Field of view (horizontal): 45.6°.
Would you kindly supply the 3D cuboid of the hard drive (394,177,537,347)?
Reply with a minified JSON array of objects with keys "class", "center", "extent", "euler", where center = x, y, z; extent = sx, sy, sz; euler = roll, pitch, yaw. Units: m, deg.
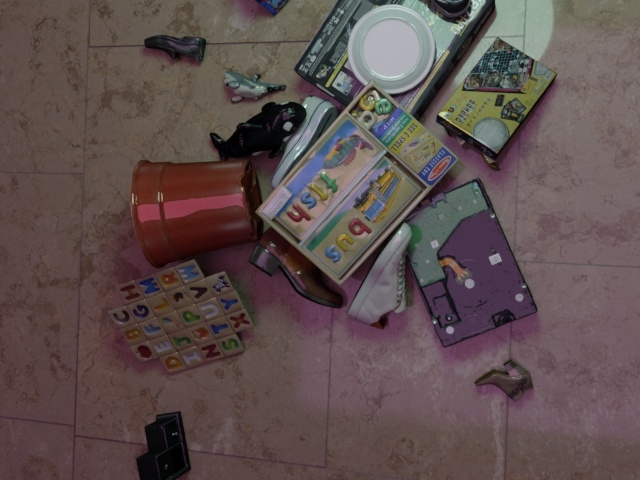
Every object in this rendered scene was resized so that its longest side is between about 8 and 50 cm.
[{"class":"hard drive","center":[0.331,0.052,1.782],"extent":[0.237,0.064,0.339],"euler":[-25,85,14]}]

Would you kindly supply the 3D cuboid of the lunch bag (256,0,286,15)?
[{"class":"lunch bag","center":[-0.155,-0.752,1.891],"extent":[0.221,0.138,0.293],"euler":[-45,70,14]}]

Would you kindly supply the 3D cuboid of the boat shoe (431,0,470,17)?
[{"class":"boat shoe","center":[0.219,-0.624,1.695],"extent":[0.108,0.102,0.301],"euler":[-40,81,10]}]

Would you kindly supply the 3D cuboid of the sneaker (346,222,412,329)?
[{"class":"sneaker","center":[0.171,0.089,1.786],"extent":[0.123,0.106,0.290],"euler":[28,125,5]}]

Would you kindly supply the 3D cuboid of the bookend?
[{"class":"bookend","center":[-0.408,0.533,1.942],"extent":[0.072,0.156,0.157],"euler":[-12,86,16]}]

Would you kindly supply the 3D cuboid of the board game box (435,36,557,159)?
[{"class":"board game box","center":[0.400,-0.325,1.732],"extent":[0.165,0.042,0.243],"euler":[36,79,12]}]

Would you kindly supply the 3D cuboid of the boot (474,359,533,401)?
[{"class":"boot","center":[0.430,0.336,1.770],"extent":[0.118,0.042,0.087],"euler":[-35,89,20]}]

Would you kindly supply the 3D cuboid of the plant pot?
[{"class":"plant pot","center":[-0.288,-0.082,1.864],"extent":[0.265,0.272,0.272],"euler":[-8,88,8]}]

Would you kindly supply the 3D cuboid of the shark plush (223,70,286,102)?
[{"class":"shark plush","center":[-0.171,-0.400,1.926],"extent":[0.161,0.073,0.067],"euler":[0,60,20]}]

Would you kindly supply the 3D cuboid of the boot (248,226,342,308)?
[{"class":"boot","center":[0.000,0.000,1.870],"extent":[0.264,0.096,0.280],"euler":[33,82,-2]}]

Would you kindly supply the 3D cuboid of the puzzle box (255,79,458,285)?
[{"class":"puzzle box","center":[0.082,-0.127,1.754],"extent":[0.272,0.052,0.409],"euler":[41,100,-6]}]

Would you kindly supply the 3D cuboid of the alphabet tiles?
[{"class":"alphabet tiles","center":[-0.355,0.199,1.932],"extent":[0.342,0.011,0.285],"euler":[-19,113,15]}]

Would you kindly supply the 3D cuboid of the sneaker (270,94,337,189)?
[{"class":"sneaker","center":[-0.054,-0.239,1.885],"extent":[0.091,0.094,0.258],"euler":[35,95,31]}]

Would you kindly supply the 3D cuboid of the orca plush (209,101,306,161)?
[{"class":"orca plush","center":[-0.175,-0.279,1.864],"extent":[0.287,0.102,0.151],"euler":[-3,75,38]}]

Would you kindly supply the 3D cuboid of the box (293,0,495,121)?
[{"class":"box","center":[0.172,-0.482,1.808],"extent":[0.318,0.097,0.395],"euler":[36,99,14]}]

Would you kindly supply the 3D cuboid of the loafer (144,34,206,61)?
[{"class":"loafer","center":[-0.382,-0.499,1.980],"extent":[0.170,0.062,0.061],"euler":[6,97,17]}]

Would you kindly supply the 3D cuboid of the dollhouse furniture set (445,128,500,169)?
[{"class":"dollhouse furniture set","center":[0.352,-0.216,1.771],"extent":[0.058,0.076,0.151],"euler":[-33,72,12]}]

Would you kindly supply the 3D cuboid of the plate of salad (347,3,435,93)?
[{"class":"plate of salad","center":[0.161,-0.435,1.737],"extent":[0.200,0.048,0.200],"euler":[1,98,7]}]
